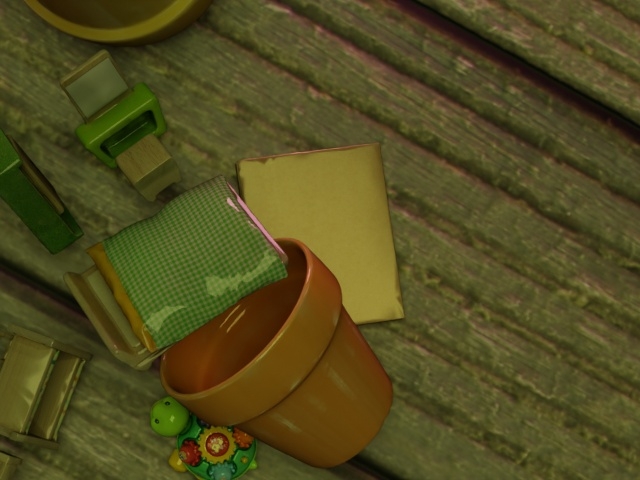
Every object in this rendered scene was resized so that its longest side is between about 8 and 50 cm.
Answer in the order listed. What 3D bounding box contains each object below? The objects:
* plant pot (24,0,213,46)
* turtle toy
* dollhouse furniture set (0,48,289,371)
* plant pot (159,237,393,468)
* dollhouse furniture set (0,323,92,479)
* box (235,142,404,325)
[{"bbox_3d":[-0.232,-0.332,1.565,0.254,0.239,0.254,1,95,9],"label":"plant pot"},{"bbox_3d":[-0.124,0.211,1.629,0.130,0.066,0.095,30,82,-1],"label":"turtle toy"},{"bbox_3d":[-0.200,-0.043,1.536,0.197,0.151,0.301,-36,52,-6],"label":"dollhouse furniture set"},{"bbox_3d":[-0.030,0.134,1.578,0.205,0.205,0.188,-49,117,-8],"label":"plant pot"},{"bbox_3d":[-0.358,0.176,1.619,0.161,0.101,0.182,17,82,22],"label":"dollhouse furniture set"},{"bbox_3d":[0.000,0.000,1.686,0.164,0.021,0.201,-7,84,-6],"label":"box"}]
